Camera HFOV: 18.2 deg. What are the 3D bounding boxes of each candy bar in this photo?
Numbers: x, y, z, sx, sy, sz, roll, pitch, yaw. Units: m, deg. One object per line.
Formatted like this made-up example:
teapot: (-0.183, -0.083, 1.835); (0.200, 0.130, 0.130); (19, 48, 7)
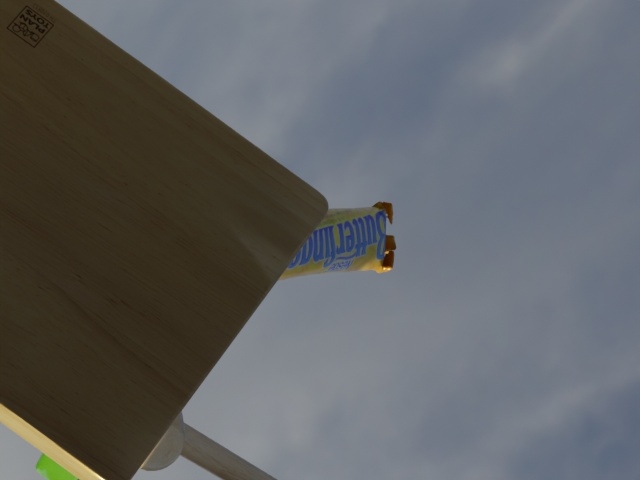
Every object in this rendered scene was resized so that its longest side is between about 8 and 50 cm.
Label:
candy bar: (0.000, 0.000, 0.977); (0.018, 0.161, 0.040); (-2, -89, 26)

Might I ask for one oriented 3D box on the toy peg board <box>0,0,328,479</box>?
toy peg board: (-0.111, 0.008, 0.814); (0.160, 0.161, 0.079); (-54, -179, -33)

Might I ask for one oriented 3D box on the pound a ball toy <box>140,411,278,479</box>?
pound a ball toy: (-0.050, 0.242, 1.162); (0.208, 0.319, 0.136); (-50, -153, 6)
